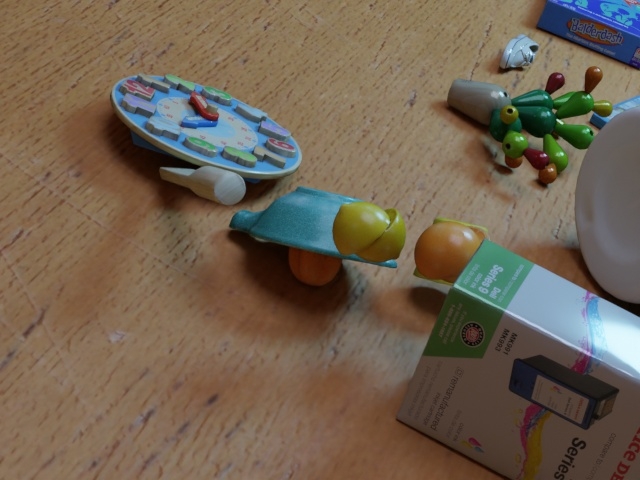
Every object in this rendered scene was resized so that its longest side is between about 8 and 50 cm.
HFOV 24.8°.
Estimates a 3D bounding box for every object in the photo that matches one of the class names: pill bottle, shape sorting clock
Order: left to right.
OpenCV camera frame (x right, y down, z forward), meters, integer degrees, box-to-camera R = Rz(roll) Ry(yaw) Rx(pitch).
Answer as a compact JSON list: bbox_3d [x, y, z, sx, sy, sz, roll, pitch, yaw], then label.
[{"bbox_3d":[-0.115,-0.120,1.486,0.206,0.040,0.206,16,24,-7],"label":"shape sorting clock"},{"bbox_3d":[0.470,-0.031,1.540,0.361,0.204,0.204,2,37,-26],"label":"pill bottle"}]

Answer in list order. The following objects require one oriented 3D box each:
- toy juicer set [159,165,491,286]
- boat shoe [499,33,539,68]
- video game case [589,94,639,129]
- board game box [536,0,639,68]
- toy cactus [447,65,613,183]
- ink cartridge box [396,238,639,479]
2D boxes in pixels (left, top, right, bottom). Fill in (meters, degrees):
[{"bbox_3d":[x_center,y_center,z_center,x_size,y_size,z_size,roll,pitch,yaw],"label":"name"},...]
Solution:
[{"bbox_3d":[0.000,0.000,1.314,0.329,0.089,0.209,13,3,-2],"label":"toy juicer set"},{"bbox_3d":[0.262,-0.243,1.899,0.035,0.035,0.100,26,26,14],"label":"boat shoe"},{"bbox_3d":[0.434,-0.144,1.863,0.119,0.015,0.166,38,37,25],"label":"video game case"},{"bbox_3d":[0.406,-0.333,2.095,0.160,0.047,0.210,23,32,3],"label":"board game box"},{"bbox_3d":[0.236,-0.153,1.706,0.180,0.112,0.219,22,40,21],"label":"toy cactus"},{"bbox_3d":[0.192,0.121,1.210,0.212,0.154,0.093,27,35,10],"label":"ink cartridge box"}]
